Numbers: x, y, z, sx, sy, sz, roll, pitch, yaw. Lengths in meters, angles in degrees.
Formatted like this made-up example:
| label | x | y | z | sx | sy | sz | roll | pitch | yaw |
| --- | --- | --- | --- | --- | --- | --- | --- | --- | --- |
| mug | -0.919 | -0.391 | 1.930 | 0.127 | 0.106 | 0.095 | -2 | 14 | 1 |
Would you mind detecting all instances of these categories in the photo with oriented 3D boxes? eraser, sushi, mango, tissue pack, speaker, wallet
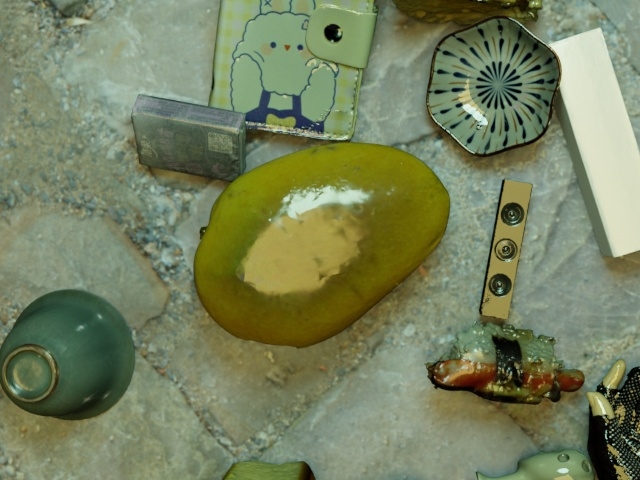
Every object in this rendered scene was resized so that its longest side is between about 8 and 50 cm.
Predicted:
| label | x | y | z | sx | sy | sz | roll | pitch | yaw |
| --- | --- | --- | --- | --- | --- | --- | --- | --- | --- |
| eraser | 0.382 | -0.129 | 1.173 | 0.076 | 0.078 | 0.298 | -18 | 90 | 7 |
| sushi | 0.254 | 0.169 | 1.192 | 0.226 | 0.097 | 0.103 | 10 | 99 | -9 |
| mango | 0.000 | 0.000 | 1.166 | 0.365 | 0.182 | 0.253 | -23 | 89 | 7 |
| tissue pack | -0.183 | -0.142 | 1.215 | 0.156 | 0.112 | 0.051 | 11 | 54 | 4 |
| speaker | 0.258 | 0.012 | 1.208 | 0.040 | 0.046 | 0.191 | 9 | 95 | 7 |
| wallet | -0.037 | -0.297 | 1.181 | 0.223 | 0.077 | 0.309 | 9 | 113 | -1 |

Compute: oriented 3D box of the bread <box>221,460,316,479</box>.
| label | x | y | z | sx | sy | sz | roll | pitch | yaw |
| --- | --- | --- | --- | --- | --- | --- | --- | --- | --- |
| bread | -0.083 | 0.479 | 1.126 | 0.143 | 0.323 | 0.333 | 2 | 94 | 5 |

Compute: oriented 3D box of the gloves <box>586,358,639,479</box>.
| label | x | y | z | sx | sy | sz | roll | pitch | yaw |
| --- | --- | --- | --- | --- | --- | --- | --- | --- | --- |
| gloves | 0.419 | 0.256 | 1.188 | 0.129 | 0.106 | 0.180 | 3 | 62 | -3 |

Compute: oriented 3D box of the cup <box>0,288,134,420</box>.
| label | x | y | z | sx | sy | sz | roll | pitch | yaw |
| --- | --- | --- | --- | --- | --- | --- | --- | --- | --- |
| cup | -0.382 | 0.176 | 1.230 | 0.199 | 0.150 | 0.199 | 0 | 93 | 5 |

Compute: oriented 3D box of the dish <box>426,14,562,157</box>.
| label | x | y | z | sx | sy | sz | roll | pitch | yaw |
| --- | --- | --- | --- | --- | --- | --- | --- | --- | --- |
| dish | 0.241 | -0.211 | 1.177 | 0.191 | 0.066 | 0.190 | 7 | 107 | 25 |

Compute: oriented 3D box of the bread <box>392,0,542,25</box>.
| label | x | y | z | sx | sy | sz | roll | pitch | yaw |
| --- | --- | --- | --- | --- | --- | --- | --- | --- | --- |
| bread | 0.177 | -0.397 | 1.145 | 0.262 | 0.163 | 0.204 | 6 | 92 | -36 |

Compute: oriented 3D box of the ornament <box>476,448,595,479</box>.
| label | x | y | z | sx | sy | sz | roll | pitch | yaw |
| --- | --- | --- | --- | --- | --- | --- | --- | --- | --- |
| ornament | 0.302 | 0.334 | 1.206 | 0.156 | 0.081 | 0.075 | -17 | 131 | 9 |
